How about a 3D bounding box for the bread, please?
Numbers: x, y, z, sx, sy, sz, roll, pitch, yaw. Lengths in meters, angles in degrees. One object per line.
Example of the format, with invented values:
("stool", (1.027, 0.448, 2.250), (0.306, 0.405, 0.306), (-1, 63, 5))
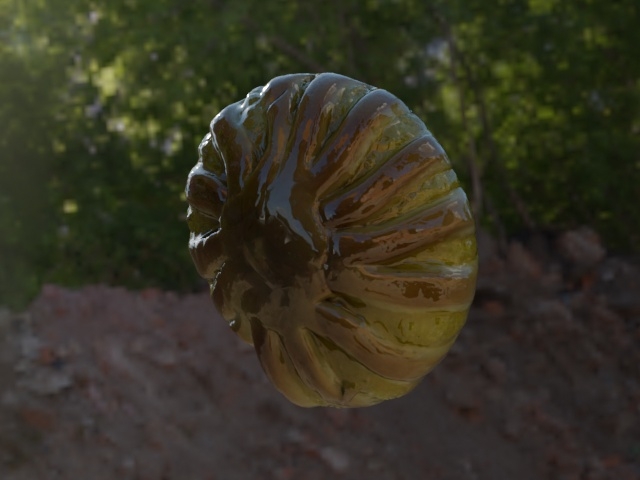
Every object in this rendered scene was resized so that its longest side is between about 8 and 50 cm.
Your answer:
("bread", (0.000, 0.000, 1.004), (0.213, 0.213, 0.104), (-8, -1, 40))
